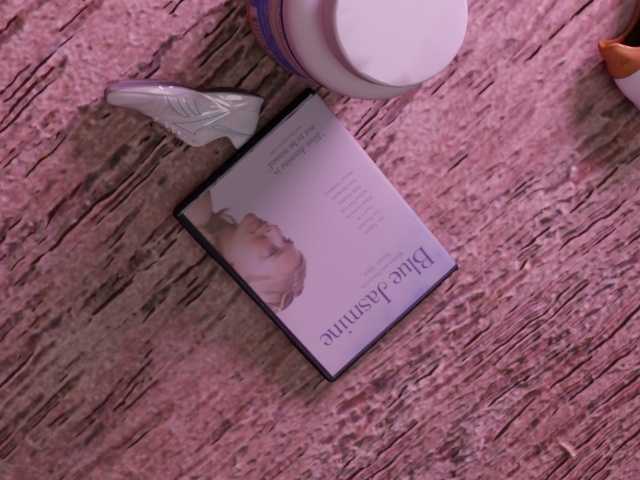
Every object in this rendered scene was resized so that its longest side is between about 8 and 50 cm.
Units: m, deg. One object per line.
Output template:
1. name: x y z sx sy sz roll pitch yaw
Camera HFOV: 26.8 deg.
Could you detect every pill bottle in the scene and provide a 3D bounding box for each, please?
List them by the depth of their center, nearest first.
1. pill bottle: 0.032 -0.204 1.172 0.152 0.272 0.152 -3 103 -14

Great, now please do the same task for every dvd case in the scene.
1. dvd case: 0.000 0.000 1.325 0.180 0.022 0.253 -43 115 -3

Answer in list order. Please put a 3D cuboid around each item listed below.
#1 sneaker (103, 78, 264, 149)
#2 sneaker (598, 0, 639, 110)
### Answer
1. sneaker: -0.130 -0.118 1.265 0.152 0.054 0.061 6 104 -17
2. sneaker: 0.399 -0.262 1.340 0.123 0.106 0.290 42 91 -21
